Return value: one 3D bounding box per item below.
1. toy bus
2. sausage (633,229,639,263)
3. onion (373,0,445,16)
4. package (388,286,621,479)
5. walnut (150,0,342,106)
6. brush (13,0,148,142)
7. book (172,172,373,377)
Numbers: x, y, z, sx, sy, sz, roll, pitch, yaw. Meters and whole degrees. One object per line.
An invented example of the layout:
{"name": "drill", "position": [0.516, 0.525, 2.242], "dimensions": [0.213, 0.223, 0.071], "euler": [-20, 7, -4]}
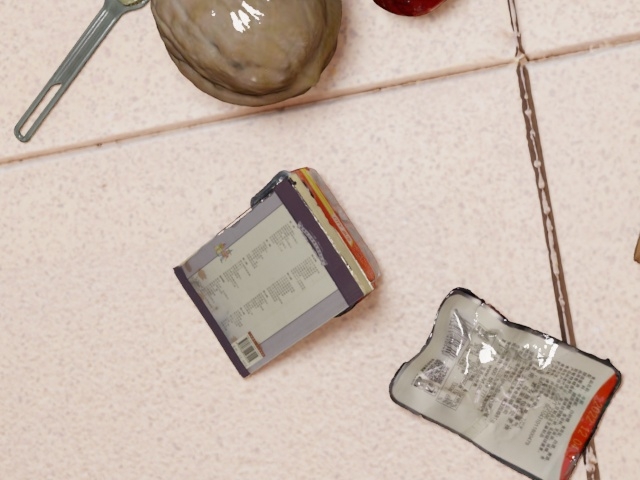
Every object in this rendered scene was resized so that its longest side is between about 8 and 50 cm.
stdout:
{"name": "toy bus", "position": [0.000, 0.000, 1.553], "dimensions": [0.079, 0.077, 0.174], "euler": [-40, 81, 38]}
{"name": "sausage", "position": [0.374, -0.029, 1.506], "dimensions": [0.026, 0.026, 0.116], "euler": [17, 95, 11]}
{"name": "onion", "position": [0.104, -0.314, 1.513], "dimensions": [0.131, 0.131, 0.131], "euler": [0, 91, 12]}
{"name": "package", "position": [0.207, 0.165, 1.541], "dimensions": [0.232, 0.040, 0.166], "euler": [27, 99, 2]}
{"name": "walnut", "position": [-0.077, -0.251, 1.504], "dimensions": [0.224, 0.224, 0.224], "euler": [0, 91, 12]}
{"name": "brush", "position": [-0.293, -0.227, 1.642], "dimensions": [0.062, 0.027, 0.266], "euler": [39, 98, 9]}
{"name": "book", "position": [-0.058, 0.044, 1.547], "dimensions": [0.231, 0.026, 0.157], "euler": [-36, 86, 39]}
